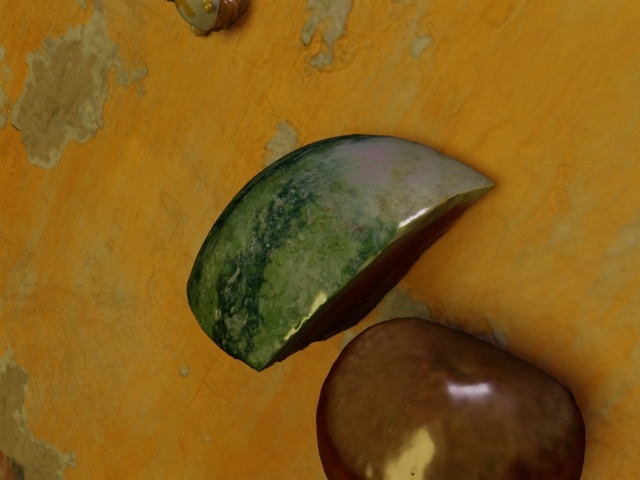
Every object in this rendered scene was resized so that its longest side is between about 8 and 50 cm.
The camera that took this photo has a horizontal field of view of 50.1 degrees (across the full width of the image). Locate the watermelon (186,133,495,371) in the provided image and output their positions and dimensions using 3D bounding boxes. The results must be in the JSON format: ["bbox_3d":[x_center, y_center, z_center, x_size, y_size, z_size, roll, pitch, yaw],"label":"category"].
[{"bbox_3d":[0.000,0.000,0.617,0.260,0.176,0.256,-56,25,26],"label":"watermelon"}]

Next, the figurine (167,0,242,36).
[{"bbox_3d":[-0.136,-0.279,0.729,0.101,0.068,0.143,-46,67,47],"label":"figurine"}]

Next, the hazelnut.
[{"bbox_3d":[0.090,0.166,0.537,0.210,0.186,0.210,0,89,18],"label":"hazelnut"}]
